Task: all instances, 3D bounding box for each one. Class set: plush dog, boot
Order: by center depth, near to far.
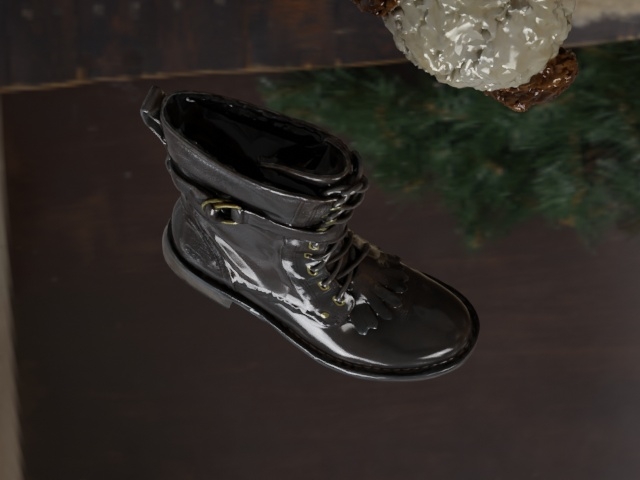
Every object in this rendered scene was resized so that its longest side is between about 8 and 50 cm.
[{"bbox_3d":[0.130,-0.203,1.056,0.225,0.262,0.210,-60,27,-5],"label":"plush dog"},{"bbox_3d":[0.000,0.000,1.058,0.263,0.229,0.091,21,68,0],"label":"boot"}]
